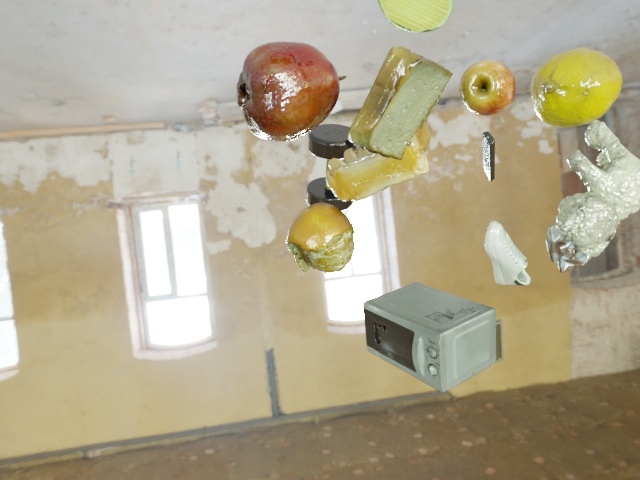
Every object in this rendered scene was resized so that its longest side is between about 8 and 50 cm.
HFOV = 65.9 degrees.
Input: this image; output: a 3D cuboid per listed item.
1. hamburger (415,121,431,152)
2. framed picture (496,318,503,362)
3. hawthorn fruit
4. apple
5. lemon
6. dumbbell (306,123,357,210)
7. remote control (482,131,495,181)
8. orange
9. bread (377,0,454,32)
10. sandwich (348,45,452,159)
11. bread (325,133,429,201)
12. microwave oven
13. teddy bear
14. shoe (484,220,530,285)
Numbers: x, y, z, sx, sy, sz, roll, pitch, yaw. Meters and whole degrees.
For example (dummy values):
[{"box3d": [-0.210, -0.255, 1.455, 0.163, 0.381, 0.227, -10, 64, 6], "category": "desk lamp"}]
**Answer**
[{"box3d": [0.296, -0.411, 1.878, 0.145, 0.259, 0.283, 2, 145, 46], "category": "hamburger"}, {"box3d": [0.502, 0.379, 1.679, 0.260, 0.188, 0.023, -17, -149, -4], "category": "framed picture"}, {"box3d": [-0.072, -0.451, 1.474, 0.369, 0.284, 0.285, -27, -169, -26], "category": "hawthorn fruit"}, {"box3d": [0.440, -0.400, 1.298, 0.147, 0.146, 0.146, -6, -179, 0], "category": "apple"}, {"box3d": [0.851, -0.510, 1.668, 0.322, 0.267, 0.268, -15, -175, -24], "category": "lemon"}, {"box3d": [0.045, -0.296, 2.030, 0.204, 0.322, 0.203, 1, -145, -1], "category": "dumbbell"}, {"box3d": [0.591, -0.292, 1.733, 0.025, 0.063, 0.245, -25, 151, 7], "category": "remote control"}, {"box3d": [0.000, 0.000, 1.017, 0.134, 0.156, 0.156, -25, -174, -15], "category": "orange"}, {"box3d": [0.341, -0.876, 1.789, 0.302, 0.300, 0.045, -6, 168, -11], "category": "bread"}, {"box3d": [0.187, -0.326, 1.196, 0.087, 0.251, 0.226, 40, -154, 26], "category": "sandwich"}, {"box3d": [0.164, -0.235, 1.527, 0.312, 0.172, 0.121, -20, -146, 19], "category": "bread"}, {"box3d": [0.293, 0.256, 1.344, 0.238, 0.181, 0.295, -15, -162, -31], "category": "microwave oven"}, {"box3d": [0.807, -0.132, 1.526, 0.362, 0.327, 0.375, -34, -144, 18], "category": "teddy bear"}, {"box3d": [0.603, 0.045, 1.572, 0.110, 0.264, 0.095, 12, -128, 39], "category": "shoe"}]
